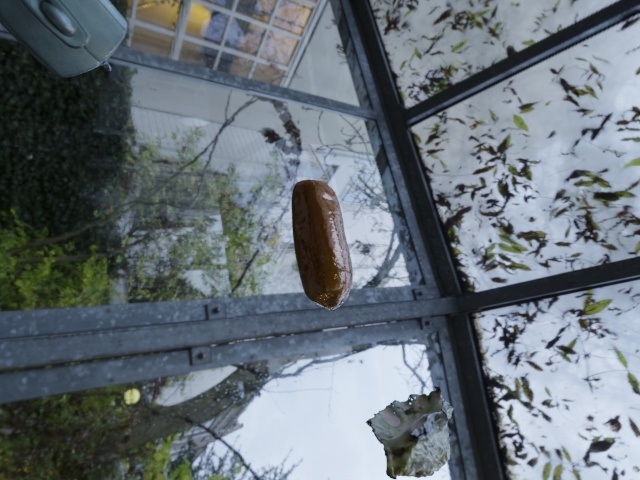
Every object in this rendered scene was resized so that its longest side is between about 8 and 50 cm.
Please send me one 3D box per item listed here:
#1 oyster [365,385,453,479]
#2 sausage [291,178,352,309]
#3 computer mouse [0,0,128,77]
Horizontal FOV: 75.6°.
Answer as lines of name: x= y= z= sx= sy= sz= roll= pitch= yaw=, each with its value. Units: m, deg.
oyster: x=0.139 y=0.273 z=0.594 sx=0.209 sy=0.133 sz=0.071 roll=97 pitch=-23 yaw=-81
sausage: x=0.000 y=0.000 z=0.693 sx=0.098 sy=0.098 sz=0.238 roll=-41 pitch=-132 yaw=47
computer mouse: x=-0.506 y=-0.457 z=0.708 sx=0.188 sy=0.370 sz=0.121 roll=-34 pitch=-152 yaw=4
